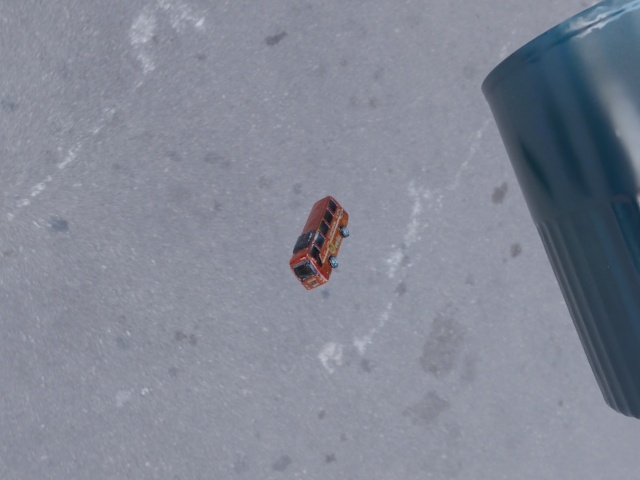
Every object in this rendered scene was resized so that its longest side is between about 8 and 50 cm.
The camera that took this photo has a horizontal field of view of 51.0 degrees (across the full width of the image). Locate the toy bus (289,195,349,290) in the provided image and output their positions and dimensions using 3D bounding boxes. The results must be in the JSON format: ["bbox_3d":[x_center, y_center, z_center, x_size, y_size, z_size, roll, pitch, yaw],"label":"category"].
[{"bbox_3d":[0.000,0.000,0.679,0.043,0.031,0.110,50,34,-22],"label":"toy bus"}]

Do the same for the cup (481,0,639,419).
[{"bbox_3d":[0.277,-0.025,0.550,0.242,0.308,0.292,-16,84,-30],"label":"cup"}]
